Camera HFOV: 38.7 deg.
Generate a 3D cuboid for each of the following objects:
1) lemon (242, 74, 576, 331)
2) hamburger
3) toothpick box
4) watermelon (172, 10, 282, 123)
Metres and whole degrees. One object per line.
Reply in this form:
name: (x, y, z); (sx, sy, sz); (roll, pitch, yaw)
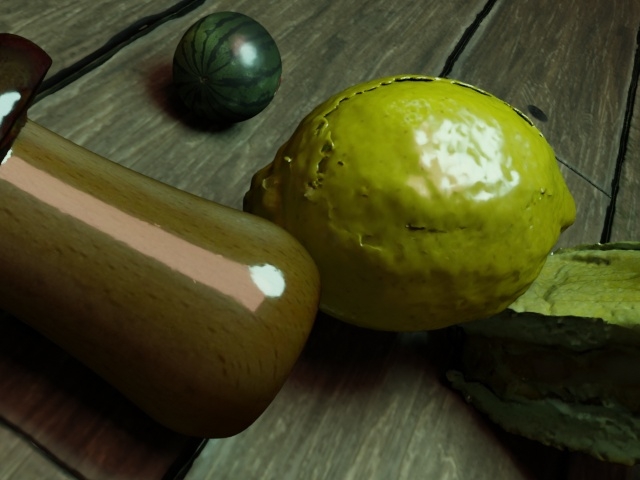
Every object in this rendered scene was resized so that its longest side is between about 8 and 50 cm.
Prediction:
lemon: (0.069, -0.026, 0.711); (0.260, 0.204, 0.204); (0, 45, -8)
hamburger: (0.263, 0.079, 0.772); (0.211, 0.308, 0.133); (-28, 110, -46)
toothpick box: (-0.155, 0.004, 0.577); (0.294, 0.192, 0.192); (32, 37, -16)
watermelon: (-0.084, -0.171, 0.881); (0.105, 0.105, 0.133); (37, 39, 1)
